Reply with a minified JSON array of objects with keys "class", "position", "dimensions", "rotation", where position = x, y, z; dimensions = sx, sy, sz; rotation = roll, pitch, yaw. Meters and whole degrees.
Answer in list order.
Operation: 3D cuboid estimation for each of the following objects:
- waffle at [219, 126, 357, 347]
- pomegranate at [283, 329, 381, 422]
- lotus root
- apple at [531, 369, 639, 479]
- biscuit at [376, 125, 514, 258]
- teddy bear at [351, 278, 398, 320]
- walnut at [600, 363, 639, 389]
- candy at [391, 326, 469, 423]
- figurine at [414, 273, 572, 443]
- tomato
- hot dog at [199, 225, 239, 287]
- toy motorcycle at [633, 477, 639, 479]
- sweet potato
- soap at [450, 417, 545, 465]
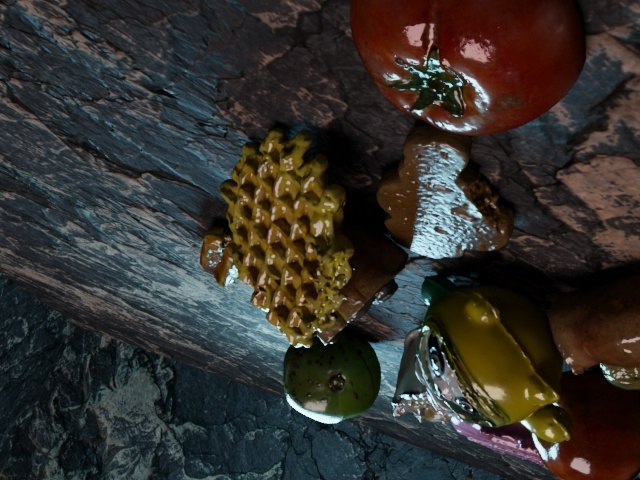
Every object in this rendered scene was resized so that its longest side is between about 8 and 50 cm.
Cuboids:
[{"class":"waffle","position":[-0.047,-0.001,1.020],"dimensions":[0.060,0.307,0.312],"rotation":[-18,174,-32]},{"class":"pomegranate","position":[0.026,0.336,1.813],"dimensions":[0.254,0.254,0.270],"rotation":[22,171,-1]},{"class":"lotus root","position":[0.017,0.040,1.120],"dimensions":[0.180,0.188,0.199],"rotation":[43,-178,2]},{"class":"apple","position":[0.529,0.363,1.390],"dimensions":[0.230,0.229,0.230],"rotation":[19,160,7]},{"class":"biscuit","position":[0.160,-0.055,0.943],"dimensions":[0.184,0.047,0.319],"rotation":[11,157,21]},{"class":"teddy bear","position":[0.001,0.092,1.338],"dimensions":[0.171,0.144,0.251],"rotation":[41,151,-27]},{"class":"walnut","position":[0.517,0.211,1.211],"dimensions":[0.092,0.092,0.092],"rotation":[19,160,7]},{"class":"candy","position":[0.250,0.275,1.494],"dimensions":[0.137,0.195,0.185],"rotation":[23,156,-17]},{"class":"figurine","position":[0.276,0.186,1.185],"dimensions":[0.323,0.231,0.340],"rotation":[56,171,7]},{"class":"tomato","position":[0.120,-0.165,0.654],"dimensions":[0.225,0.085,0.225],"rotation":[19,163,6]},{"class":"hot dog","position":[-0.194,0.027,1.479],"dimensions":[0.104,0.076,0.250],"rotation":[41,156,4]},{"class":"toy motorcycle","position":[0.629,0.549,1.266],"dimensions":[0.125,0.274,0.187],"rotation":[-39,148,17]},{"class":"sweet potato","position":[0.435,0.100,0.938],"dimensions":[0.131,0.131,0.337],"rotation":[26,160,-12]},{"class":"soap","position":[0.492,0.476,1.837],"dimensions":[0.325,0.127,0.220],"rotation":[11,157,29]}]
